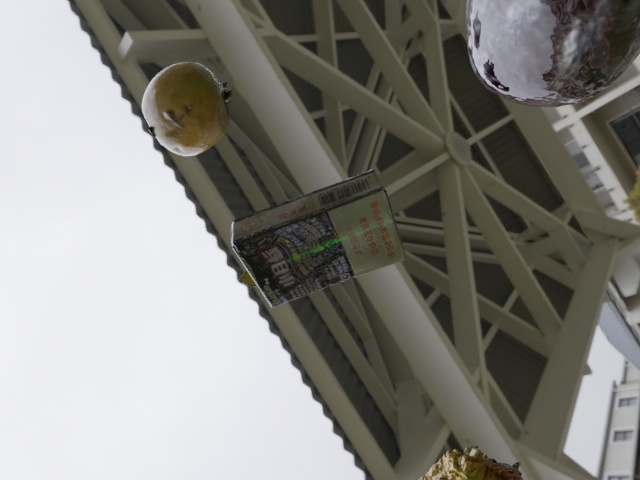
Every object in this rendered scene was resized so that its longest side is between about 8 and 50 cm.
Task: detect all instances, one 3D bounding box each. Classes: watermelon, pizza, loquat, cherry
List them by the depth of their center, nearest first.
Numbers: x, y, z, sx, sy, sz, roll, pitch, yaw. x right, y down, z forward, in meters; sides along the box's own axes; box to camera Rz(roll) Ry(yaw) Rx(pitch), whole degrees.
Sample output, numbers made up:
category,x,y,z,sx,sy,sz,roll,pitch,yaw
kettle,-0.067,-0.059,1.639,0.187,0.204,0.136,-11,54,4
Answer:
category,x,y,z,sx,sy,sz,roll,pitch,yaw
cherry,0.290,-0.294,0.542,0.255,0.218,0.296,-55,-28,-18
pizza,0.197,0.377,0.622,0.289,0.229,0.081,0,-157,-8
loquat,-0.347,-0.351,1.210,0.243,0.244,0.244,22,-126,-33
watermelon,-0.165,0.089,1.468,0.075,0.181,0.092,43,177,28

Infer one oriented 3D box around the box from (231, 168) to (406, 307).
category,x,y,z,sx,sy,sz,roll,pitch,yaw
box,0.000,0.000,0.925,0.084,0.310,0.198,-104,-8,-49
